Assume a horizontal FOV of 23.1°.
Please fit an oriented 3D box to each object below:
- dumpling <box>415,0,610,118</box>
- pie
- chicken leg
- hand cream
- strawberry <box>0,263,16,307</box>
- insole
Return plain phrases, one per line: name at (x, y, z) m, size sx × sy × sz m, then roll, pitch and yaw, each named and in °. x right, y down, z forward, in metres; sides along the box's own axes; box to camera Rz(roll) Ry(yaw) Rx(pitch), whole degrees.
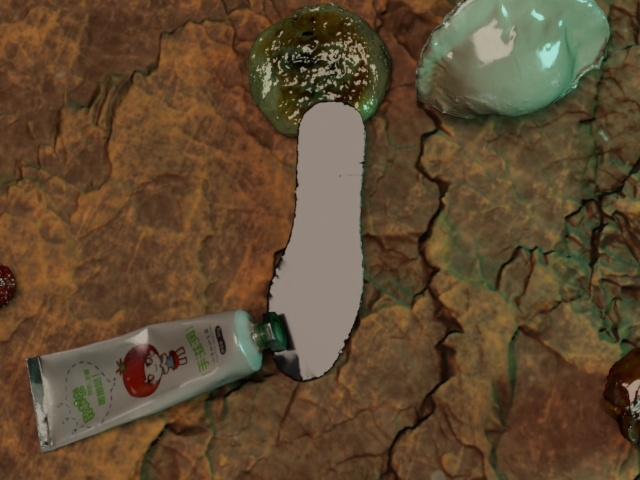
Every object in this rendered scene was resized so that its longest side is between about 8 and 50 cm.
dumpling at (0.224, -0.241, 1.884) m, size 0.247 × 0.172 × 0.142 m, roll -18°, pitch 44°, yaw -1°
pie at (-0.004, -0.214, 1.977) m, size 0.187 × 0.041 × 0.187 m, roll -2°, pitch 77°, yaw 10°
chicken leg at (0.475, 0.173, 1.786) m, size 0.304 × 0.093 × 0.113 m, roll -3°, pitch 94°, yaw 1°
hand cream at (-0.205, 0.158, 1.916) m, size 0.336 × 0.076 × 0.121 m, roll -18°, pitch 71°, yaw 13°
strawberry at (-0.433, 0.060, 1.971) m, size 0.096 × 0.083 × 0.083 m, roll -15°, pitch 72°, yaw -24°
insole at (0.000, 0.000, 1.920) m, size 0.119 × 0.009 × 0.348 m, roll 5°, pitch 86°, yaw 10°
